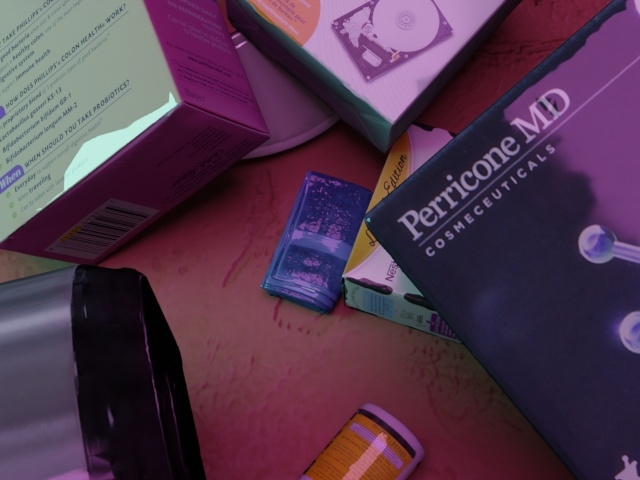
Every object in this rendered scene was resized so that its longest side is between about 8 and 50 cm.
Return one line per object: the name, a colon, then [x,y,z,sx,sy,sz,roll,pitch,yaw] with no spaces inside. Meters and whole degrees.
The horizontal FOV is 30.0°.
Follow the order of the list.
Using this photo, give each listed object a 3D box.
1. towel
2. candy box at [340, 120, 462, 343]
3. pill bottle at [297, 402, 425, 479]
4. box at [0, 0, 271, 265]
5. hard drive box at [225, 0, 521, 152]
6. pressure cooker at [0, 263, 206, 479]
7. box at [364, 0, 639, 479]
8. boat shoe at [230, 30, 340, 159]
towel: [0.000,0.000,1.024,0.067,0.029,0.120,18,68,10]
candy box: [0.152,0.009,0.991,0.233,0.071,0.159,17,68,10]
pill bottle: [0.022,0.188,0.920,0.065,0.065,0.116,37,72,17]
box: [-0.190,-0.139,0.996,0.213,0.117,0.243,-34,65,24]
hard drive box: [0.063,-0.221,0.982,0.181,0.089,0.232,40,80,6]
pressure cooker: [-0.271,0.221,0.750,0.420,0.375,0.370,-14,69,-5]
box: [0.274,0.044,0.797,0.293,0.212,0.395,-41,80,8]
boat shoe: [-0.005,-0.176,1.086,0.319,0.116,0.099,-32,25,-4]
